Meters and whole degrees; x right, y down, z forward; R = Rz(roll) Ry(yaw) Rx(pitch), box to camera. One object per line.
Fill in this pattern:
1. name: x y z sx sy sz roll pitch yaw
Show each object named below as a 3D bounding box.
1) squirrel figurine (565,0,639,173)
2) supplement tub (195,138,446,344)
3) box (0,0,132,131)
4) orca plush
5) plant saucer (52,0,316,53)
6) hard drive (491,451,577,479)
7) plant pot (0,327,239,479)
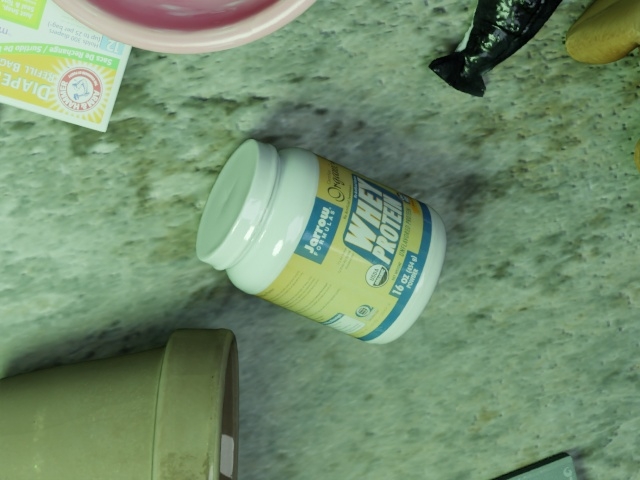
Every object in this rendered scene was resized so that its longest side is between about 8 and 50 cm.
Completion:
1. squirrel figurine: 0.499 -0.153 1.624 0.397 0.281 0.370 -46 116 -2
2. supplement tub: 0.000 0.000 1.556 0.200 0.144 0.144 23 93 -20
3. box: -0.273 -0.178 1.461 0.203 0.103 0.114 15 95 -19
4. orca plush: 0.197 -0.273 1.588 0.151 0.102 0.287 37 88 -20
5. plant saucer: -0.110 -0.322 1.365 0.332 0.084 0.332 4 109 12
6. hard drive: 0.208 0.286 1.739 0.135 0.022 0.094 -19 105 -13
7. plant pot: -0.193 0.206 1.499 0.229 0.263 0.263 1 100 0
